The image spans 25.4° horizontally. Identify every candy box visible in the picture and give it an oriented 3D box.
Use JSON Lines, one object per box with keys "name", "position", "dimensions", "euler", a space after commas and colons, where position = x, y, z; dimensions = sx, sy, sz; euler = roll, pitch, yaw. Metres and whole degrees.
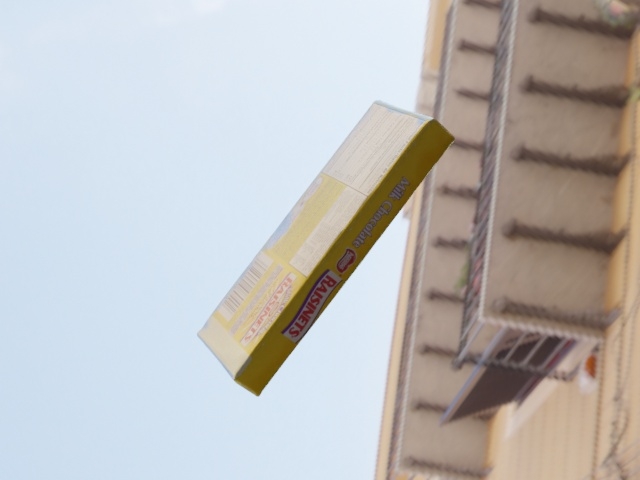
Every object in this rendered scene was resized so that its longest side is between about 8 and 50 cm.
{"name": "candy box", "position": [0.000, 0.000, 0.928], "dimensions": [0.027, 0.105, 0.206], "euler": [38, -91, -24]}
